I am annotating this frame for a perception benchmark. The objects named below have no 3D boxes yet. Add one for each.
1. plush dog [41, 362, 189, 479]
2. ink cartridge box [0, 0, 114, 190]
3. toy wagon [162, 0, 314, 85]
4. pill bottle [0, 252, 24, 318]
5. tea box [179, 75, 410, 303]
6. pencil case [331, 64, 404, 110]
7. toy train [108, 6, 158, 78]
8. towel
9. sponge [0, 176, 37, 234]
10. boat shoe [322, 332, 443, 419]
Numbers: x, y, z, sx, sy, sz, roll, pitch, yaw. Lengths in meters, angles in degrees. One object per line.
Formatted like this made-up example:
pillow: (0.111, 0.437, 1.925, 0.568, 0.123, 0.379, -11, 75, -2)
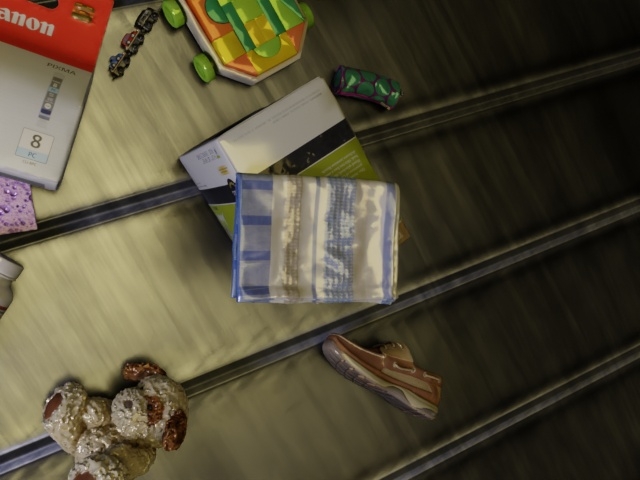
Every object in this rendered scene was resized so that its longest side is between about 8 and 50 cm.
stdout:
plush dog: (-0.339, 0.345, 1.182, 0.225, 0.262, 0.210, -39, 138, -8)
ink cartridge box: (-0.551, -0.311, 1.111, 0.308, 0.091, 0.385, 16, 79, -19)
toy wagon: (-0.178, -0.488, 1.294, 0.267, 0.068, 0.344, -34, 103, -19)
pill bottle: (-0.605, 0.114, 1.099, 0.121, 0.121, 0.216, 34, 78, -19)
tea box: (-0.062, -0.084, 1.208, 0.220, 0.329, 0.323, -34, 104, -18)
pencil case: (0.101, -0.331, 1.414, 0.152, 0.064, 0.070, 10, 71, -22)
toy train: (-0.361, -0.379, 1.242, 0.036, 0.027, 0.158, 31, 79, -16)
towel: (0.000, 0.000, 1.041, 0.285, 0.034, 0.209, 2, 91, -22)
sponge: (-0.580, -0.114, 1.153, 0.117, 0.031, 0.210, -9, 94, -23)
boat shoe: (0.142, 0.276, 1.420, 0.324, 0.123, 0.116, 36, 71, -26)
